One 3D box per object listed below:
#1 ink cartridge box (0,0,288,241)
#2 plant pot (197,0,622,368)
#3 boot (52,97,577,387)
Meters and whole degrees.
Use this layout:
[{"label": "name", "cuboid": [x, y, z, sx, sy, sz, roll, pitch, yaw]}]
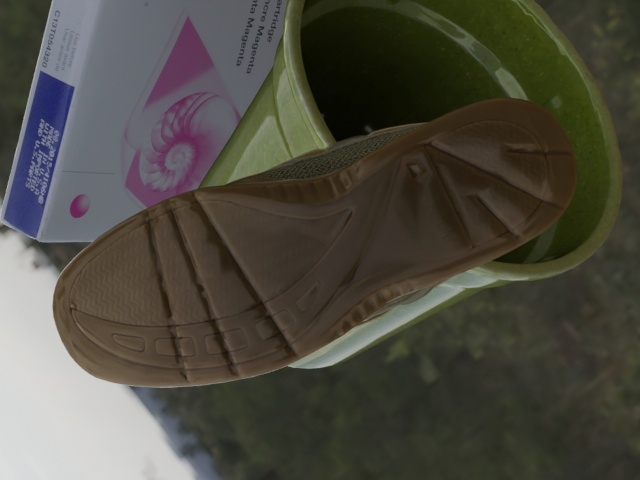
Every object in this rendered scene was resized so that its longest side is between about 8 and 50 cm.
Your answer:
[{"label": "ink cartridge box", "cuboid": [-0.101, -0.157, 1.480, 0.071, 0.324, 0.330, 26, -163, 37]}, {"label": "plant pot", "cuboid": [0.034, -0.038, 1.246, 0.276, 0.276, 0.254, 51, 136, 5]}, {"label": "boot", "cuboid": [0.000, 0.000, 0.899, 0.203, 0.262, 0.095, -30, -84, -87]}]
